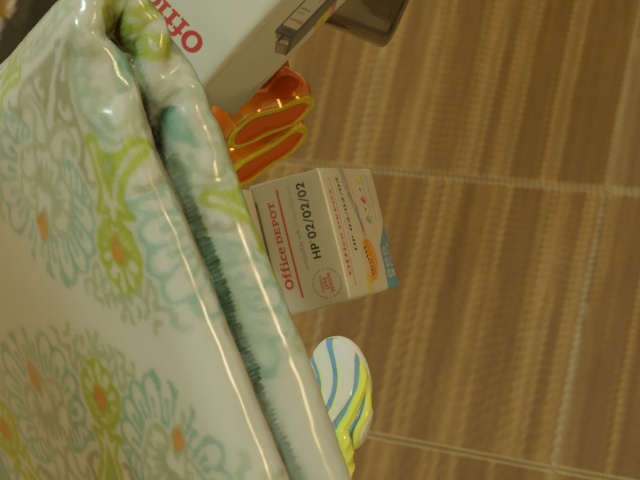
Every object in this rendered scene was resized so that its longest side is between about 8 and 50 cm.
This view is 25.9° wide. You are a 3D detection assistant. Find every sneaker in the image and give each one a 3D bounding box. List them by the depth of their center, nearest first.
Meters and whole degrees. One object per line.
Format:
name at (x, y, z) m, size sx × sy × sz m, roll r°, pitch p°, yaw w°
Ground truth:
sneaker at (-0.023, 0.198, 1.376) m, size 0.091 × 0.126 × 0.240 m, roll -7°, pitch 65°, yaw 40°

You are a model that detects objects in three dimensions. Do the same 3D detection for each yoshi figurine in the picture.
yoshi figurine at (-0.168, -0.223, 1.343) m, size 0.203 × 0.203 × 0.362 m, roll -40°, pitch 75°, yaw 26°

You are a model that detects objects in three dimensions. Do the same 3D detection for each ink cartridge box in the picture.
ink cartridge box at (-0.045, -0.208, 0.874) m, size 0.212 × 0.093 × 0.154 m, roll -45°, pitch 77°, yaw 5°
ink cartridge box at (0.000, 0.000, 1.093) m, size 0.061 × 0.181 × 0.104 m, roll -15°, pitch 88°, yaw 18°

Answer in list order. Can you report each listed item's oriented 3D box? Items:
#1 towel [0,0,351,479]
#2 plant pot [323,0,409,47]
towel at (-0.125, 0.067, 0.851) m, size 0.320 × 0.090 × 0.374 m, roll -24°, pitch 87°, yaw 52°
plant pot at (-0.025, -0.354, 1.119) m, size 0.280 × 0.323 × 0.323 m, roll 19°, pitch 80°, yaw -5°
